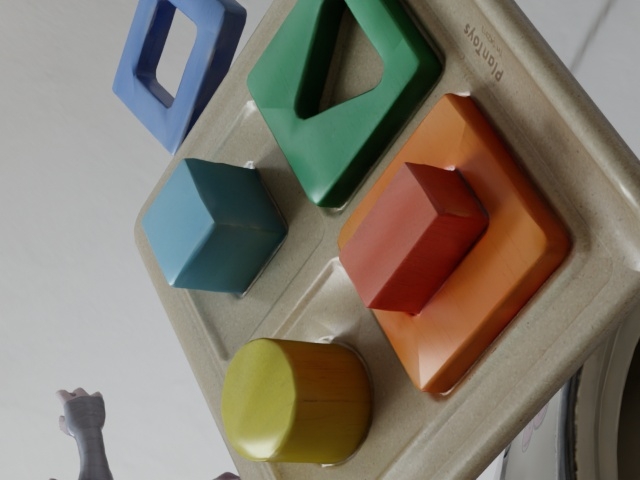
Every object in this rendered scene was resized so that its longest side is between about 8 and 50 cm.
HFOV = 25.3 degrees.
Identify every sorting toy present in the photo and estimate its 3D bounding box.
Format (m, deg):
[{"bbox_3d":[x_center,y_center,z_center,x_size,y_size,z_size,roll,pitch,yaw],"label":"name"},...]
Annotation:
[{"bbox_3d":[0.000,0.000,0.438,0.047,0.348,0.196,4,-48,-37],"label":"sorting toy"}]

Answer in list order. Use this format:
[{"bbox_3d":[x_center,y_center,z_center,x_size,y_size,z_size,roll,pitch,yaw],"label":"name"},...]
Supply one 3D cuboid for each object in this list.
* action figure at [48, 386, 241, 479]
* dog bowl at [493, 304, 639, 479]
[{"bbox_3d":[-0.178,0.278,1.056,0.248,0.276,0.370,-45,-24,30],"label":"action figure"},{"bbox_3d":[0.273,0.177,0.785,0.407,0.150,0.408,12,-120,-20],"label":"dog bowl"}]
